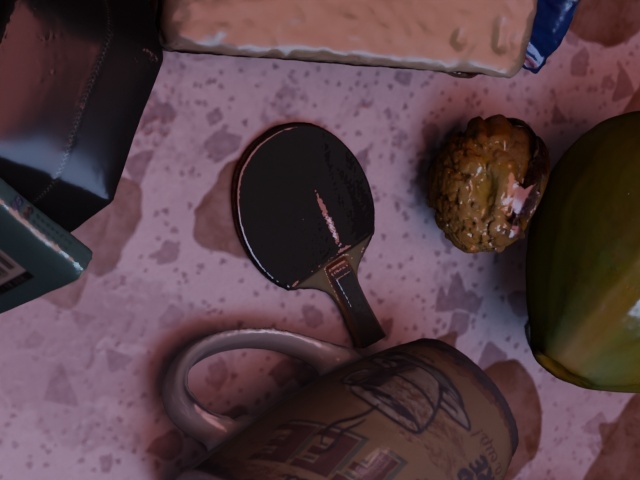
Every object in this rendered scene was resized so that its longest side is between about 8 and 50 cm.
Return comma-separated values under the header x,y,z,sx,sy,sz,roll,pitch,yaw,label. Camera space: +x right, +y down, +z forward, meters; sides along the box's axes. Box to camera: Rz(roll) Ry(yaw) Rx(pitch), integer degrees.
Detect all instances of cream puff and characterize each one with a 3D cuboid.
x,y,z,sx,sy,sz,roll,pitch,yaw,label
0.147,-0.048,1.601,0.104,0.119,0.133,26,66,-5,cream puff

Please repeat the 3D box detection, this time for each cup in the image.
x,y,z,sx,sy,sz,roll,pitch,yaw,label
0.010,0.181,1.538,0.301,0.227,0.257,47,59,4,cup

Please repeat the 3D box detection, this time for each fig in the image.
x,y,z,sx,sy,sz,roll,pitch,yaw,label
0.284,0.020,1.612,0.271,0.239,0.239,-40,114,-23,fig

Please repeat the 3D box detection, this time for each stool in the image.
x,y,z,sx,sy,sz,roll,pitch,yaw,label
-0.222,-0.111,1.334,0.141,0.232,0.232,22,87,-28,stool

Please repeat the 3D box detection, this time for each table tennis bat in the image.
x,y,z,sx,sy,sz,roll,pitch,yaw,label
0.000,0.000,1.583,0.130,0.019,0.220,-33,110,-19,table tennis bat

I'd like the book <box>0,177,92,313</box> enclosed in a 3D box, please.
x,y,z,sx,sy,sz,roll,pitch,yaw,label
-0.375,-0.056,1.250,0.379,0.264,0.031,43,45,-27,book

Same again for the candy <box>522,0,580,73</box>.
x,y,z,sx,sy,sz,roll,pitch,yaw,label
0.234,-0.330,1.625,0.187,0.077,0.331,42,80,-25,candy

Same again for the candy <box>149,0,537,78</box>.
x,y,z,sx,sy,sz,roll,pitch,yaw,label
0.019,-0.230,1.470,0.320,0.135,0.180,2,96,-17,candy

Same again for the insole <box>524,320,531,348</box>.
x,y,z,sx,sy,sz,roll,pitch,yaw,label
0.276,0.053,1.744,0.192,0.010,0.063,-30,111,-22,insole
